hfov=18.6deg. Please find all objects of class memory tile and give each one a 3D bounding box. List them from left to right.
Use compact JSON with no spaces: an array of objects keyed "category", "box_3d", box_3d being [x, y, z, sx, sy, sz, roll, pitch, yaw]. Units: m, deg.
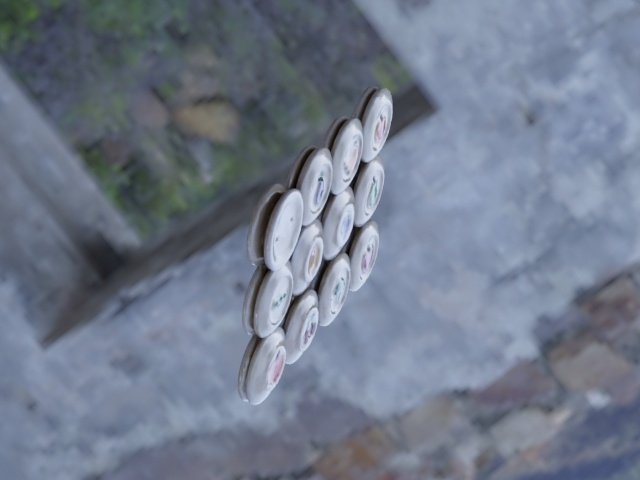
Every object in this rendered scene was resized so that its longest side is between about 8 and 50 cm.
[{"category":"memory tile","box_3d":[0.000,0.000,0.902,0.012,0.113,0.148,17,-147,18]}]
